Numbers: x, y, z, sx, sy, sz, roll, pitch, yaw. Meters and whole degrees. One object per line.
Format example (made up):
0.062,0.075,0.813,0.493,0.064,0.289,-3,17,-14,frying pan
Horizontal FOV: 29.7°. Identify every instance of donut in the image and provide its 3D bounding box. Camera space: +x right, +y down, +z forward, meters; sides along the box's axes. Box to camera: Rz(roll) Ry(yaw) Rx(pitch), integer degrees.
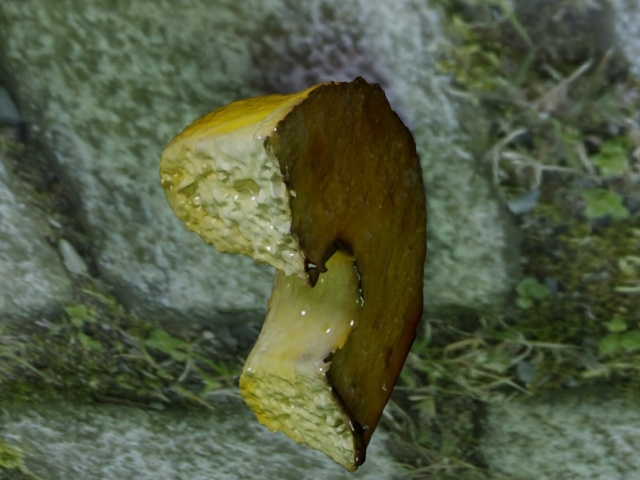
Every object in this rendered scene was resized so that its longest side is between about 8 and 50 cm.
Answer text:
0.003,0.001,0.736,0.101,0.152,0.259,8,131,31,donut
